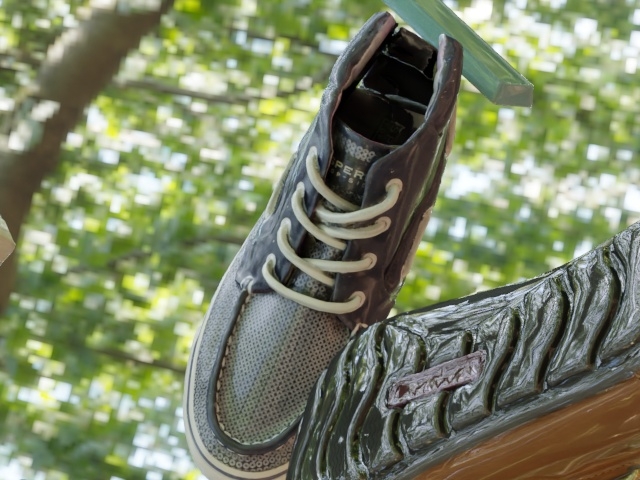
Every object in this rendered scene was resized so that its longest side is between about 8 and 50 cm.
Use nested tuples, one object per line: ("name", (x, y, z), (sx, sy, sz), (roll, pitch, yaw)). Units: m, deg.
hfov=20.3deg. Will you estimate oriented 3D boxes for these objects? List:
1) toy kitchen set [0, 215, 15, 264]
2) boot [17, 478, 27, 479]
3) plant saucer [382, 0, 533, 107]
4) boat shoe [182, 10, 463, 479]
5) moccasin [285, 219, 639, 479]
("toy kitchen set", (-0.348, 0.007, 1.280), (0.207, 0.166, 0.122), (-46, -50, 9))
("boot", (-0.171, 0.223, 1.134), (0.114, 0.037, 0.106), (59, -150, -35))
("plant saucer", (0.081, -0.165, 1.319), (0.018, 0.192, 0.067), (-52, -23, 22))
("boat shoe", (0.000, 0.000, 1.217), (0.158, 0.127, 0.340), (95, -164, -66))
("moccasin", (0.114, 0.095, 0.993), (0.147, 0.380, 0.139), (30, -129, -25))
